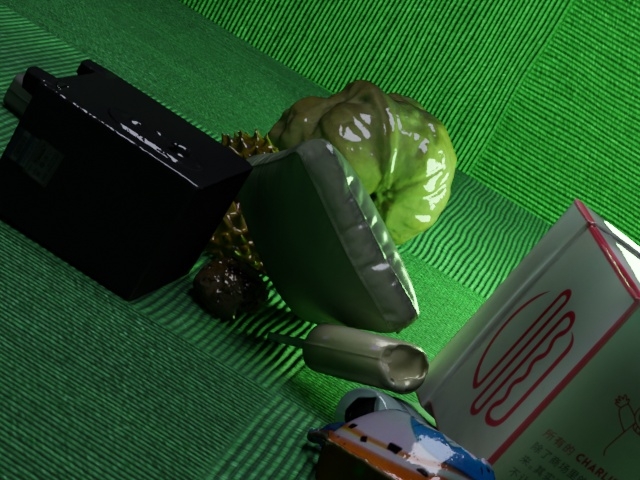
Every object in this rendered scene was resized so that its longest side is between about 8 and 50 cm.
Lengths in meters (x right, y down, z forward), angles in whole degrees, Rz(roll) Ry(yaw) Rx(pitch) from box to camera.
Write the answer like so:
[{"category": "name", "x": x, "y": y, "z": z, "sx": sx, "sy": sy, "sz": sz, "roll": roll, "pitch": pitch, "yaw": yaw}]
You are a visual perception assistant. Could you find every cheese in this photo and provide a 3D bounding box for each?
[{"category": "cheese", "x": 0.023, "y": 0.134, "z": 2.049, "sx": 0.227, "sy": 0.064, "sz": 0.137, "roll": 8, "pitch": -10, "yaw": 46}, {"category": "cheese", "x": 0.069, "y": 0.239, "z": 1.728, "sx": 0.217, "sy": 0.129, "sz": 0.329, "roll": 33, "pitch": -5, "yaw": -13}]

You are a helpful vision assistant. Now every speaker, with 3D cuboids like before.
[{"category": "speaker", "x": -0.250, "y": -0.081, "z": 2.080, "sx": 0.254, "sy": 0.184, "sz": 0.232, "roll": 34, "pitch": 14, "yaw": 8}]

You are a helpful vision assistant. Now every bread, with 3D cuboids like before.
[{"category": "bread", "x": -0.113, "y": 0.055, "z": 2.133, "sx": 0.082, "sy": 0.060, "sz": 0.113, "roll": 35, "pitch": 16, "yaw": 11}]

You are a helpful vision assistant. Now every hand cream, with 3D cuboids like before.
[{"category": "hand cream", "x": 0.119, "y": 0.220, "z": 2.055, "sx": 0.109, "sy": 0.067, "sz": 0.320, "roll": 37, "pitch": 11, "yaw": 29}]

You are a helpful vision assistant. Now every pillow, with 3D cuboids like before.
[{"category": "pillow", "x": 0.000, "y": 0.000, "z": 2.128, "sx": 0.255, "sy": 0.119, "sz": 0.322, "roll": 64, "pitch": -15, "yaw": -8}]

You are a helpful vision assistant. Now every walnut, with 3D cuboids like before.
[{"category": "walnut", "x": 0.065, "y": -0.117, "z": 2.712, "sx": 0.253, "sy": 0.282, "sz": 0.277, "roll": 67, "pitch": -10, "yaw": -25}]

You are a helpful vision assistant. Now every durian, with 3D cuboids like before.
[{"category": "durian", "x": -0.114, "y": -0.066, "z": 2.386, "sx": 0.153, "sy": 0.186, "sz": 0.260, "roll": 27, "pitch": 0, "yaw": -37}]

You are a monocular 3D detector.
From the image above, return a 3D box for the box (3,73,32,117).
[{"category": "box", "x": -0.333, "y": -0.151, "z": 2.421, "sx": 0.243, "sy": 0.055, "sz": 0.103, "roll": 37, "pitch": 16, "yaw": 24}]

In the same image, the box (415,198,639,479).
[{"category": "box", "x": 0.332, "y": 0.196, "z": 1.959, "sx": 0.314, "sy": 0.312, "sz": 0.300, "roll": 37, "pitch": 14, "yaw": -17}]
